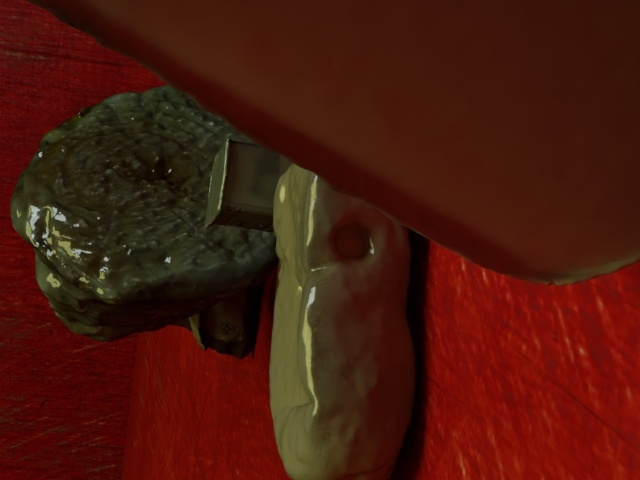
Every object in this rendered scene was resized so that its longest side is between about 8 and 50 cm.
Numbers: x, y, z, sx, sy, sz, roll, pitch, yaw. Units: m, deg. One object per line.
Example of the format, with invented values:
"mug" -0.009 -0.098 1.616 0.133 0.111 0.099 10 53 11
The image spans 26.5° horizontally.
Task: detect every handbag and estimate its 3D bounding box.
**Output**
"handbag" -0.156 0.008 1.613 0.127 0.213 0.235 -19 -56 -62

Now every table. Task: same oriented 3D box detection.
"table" -0.046 -0.039 1.119 0.079 0.083 0.062 147 130 -74

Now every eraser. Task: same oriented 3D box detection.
"eraser" 0.032 -0.147 0.499 0.331 0.331 0.150 109 162 -47

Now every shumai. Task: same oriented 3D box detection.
"shumai" -0.168 0.021 1.418 0.304 0.309 0.263 52 145 34

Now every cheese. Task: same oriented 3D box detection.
"cheese" 0.017 0.053 0.991 0.159 0.093 0.263 131 142 -75

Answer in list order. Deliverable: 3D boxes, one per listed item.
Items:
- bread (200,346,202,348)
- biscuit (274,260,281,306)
"bread" -0.128 0.013 1.794 0.267 0.040 0.267 -174 90 -77
"biscuit" 0.000 0.000 1.197 0.202 0.047 0.334 129 147 -70
